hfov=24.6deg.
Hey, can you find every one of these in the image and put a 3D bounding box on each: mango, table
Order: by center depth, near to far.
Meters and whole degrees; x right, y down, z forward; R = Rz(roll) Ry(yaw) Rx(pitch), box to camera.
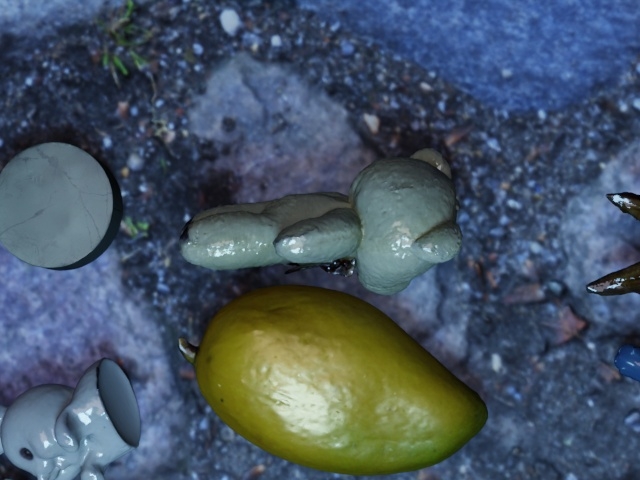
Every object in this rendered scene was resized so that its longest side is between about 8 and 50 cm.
[{"bbox_3d":[0.011,0.141,1.466,0.317,0.119,0.176,20,85,1],"label":"mango"},{"bbox_3d":[-0.279,-0.035,1.558,0.133,0.043,0.133,-1,84,8],"label":"table"}]

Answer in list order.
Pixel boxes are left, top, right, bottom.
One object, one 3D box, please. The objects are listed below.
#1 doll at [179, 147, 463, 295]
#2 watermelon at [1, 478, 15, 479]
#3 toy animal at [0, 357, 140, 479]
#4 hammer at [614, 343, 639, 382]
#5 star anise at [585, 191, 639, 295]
[{"bbox_3d":[0.000,-0.001,1.454,0.278,0.149,0.175,-4,41,-1],"label":"doll"},{"bbox_3d":[-0.391,0.301,1.528,0.187,0.071,0.139,-45,76,2],"label":"watermelon"},{"bbox_3d":[-0.304,0.202,1.499,0.221,0.104,0.131,-15,53,7],"label":"toy animal"},{"bbox_3d":[0.378,0.153,1.434,0.194,0.069,0.116,28,89,15],"label":"hammer"},{"bbox_3d":[0.394,0.010,1.426,0.272,0.102,0.272,0,88,16],"label":"star anise"}]
